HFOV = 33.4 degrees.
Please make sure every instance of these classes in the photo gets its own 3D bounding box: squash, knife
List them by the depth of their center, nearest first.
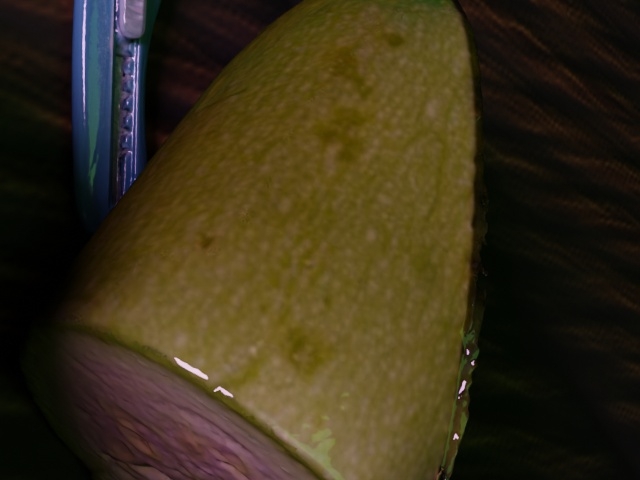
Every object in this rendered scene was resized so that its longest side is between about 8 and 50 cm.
[{"bbox_3d":[0.000,0.000,0.598,0.210,0.233,0.309,45,56,-12],"label":"squash"},{"bbox_3d":[-0.115,-0.107,0.621,0.064,0.031,0.222,7,84,-49],"label":"knife"}]
